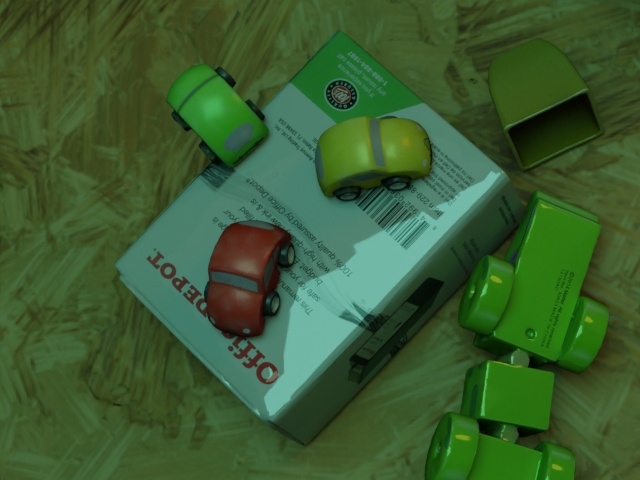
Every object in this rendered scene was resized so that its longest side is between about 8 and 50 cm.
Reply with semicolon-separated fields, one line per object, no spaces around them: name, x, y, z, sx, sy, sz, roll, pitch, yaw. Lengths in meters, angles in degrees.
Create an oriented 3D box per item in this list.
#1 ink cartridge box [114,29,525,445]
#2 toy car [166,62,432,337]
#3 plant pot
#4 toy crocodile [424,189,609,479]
ink cartridge box;0.000;0.000;1.608;0.289;0.121;0.211;-46;68;-2
toy car;-0.056;-0.069;1.548;0.239;0.053;0.225;-43;67;-1
plant pot;0.190;-0.127;1.624;0.081;0.081;0.083;-25;60;6
toy crocodile;0.157;0.123;1.550;0.115;0.105;0.340;18;77;-10
